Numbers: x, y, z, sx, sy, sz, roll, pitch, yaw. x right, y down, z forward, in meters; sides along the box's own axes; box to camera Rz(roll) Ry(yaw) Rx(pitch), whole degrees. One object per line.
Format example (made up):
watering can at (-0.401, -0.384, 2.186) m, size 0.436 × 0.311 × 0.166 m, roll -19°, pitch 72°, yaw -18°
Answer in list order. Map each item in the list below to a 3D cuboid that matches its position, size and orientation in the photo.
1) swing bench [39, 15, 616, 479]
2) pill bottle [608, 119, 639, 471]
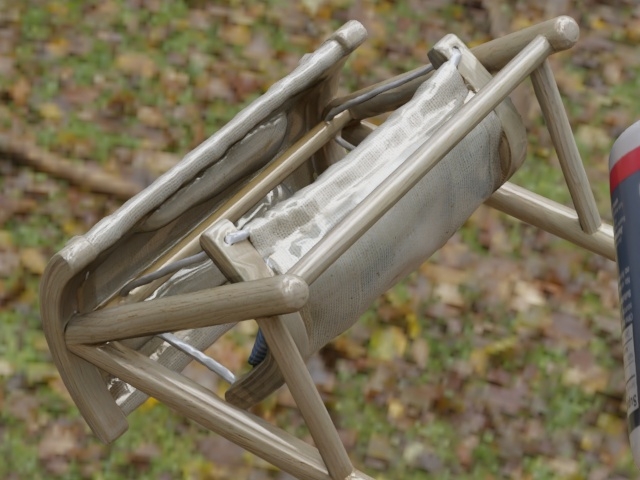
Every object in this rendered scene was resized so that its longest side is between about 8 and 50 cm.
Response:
swing bench at (0.000, 0.000, 0.990) m, size 0.254 × 0.165 × 0.253 m, roll 9°, pitch 42°, yaw 45°
pill bottle at (0.167, 0.044, 0.648) m, size 0.108 × 0.108 × 0.180 m, roll 2°, pitch 71°, yaw -11°
